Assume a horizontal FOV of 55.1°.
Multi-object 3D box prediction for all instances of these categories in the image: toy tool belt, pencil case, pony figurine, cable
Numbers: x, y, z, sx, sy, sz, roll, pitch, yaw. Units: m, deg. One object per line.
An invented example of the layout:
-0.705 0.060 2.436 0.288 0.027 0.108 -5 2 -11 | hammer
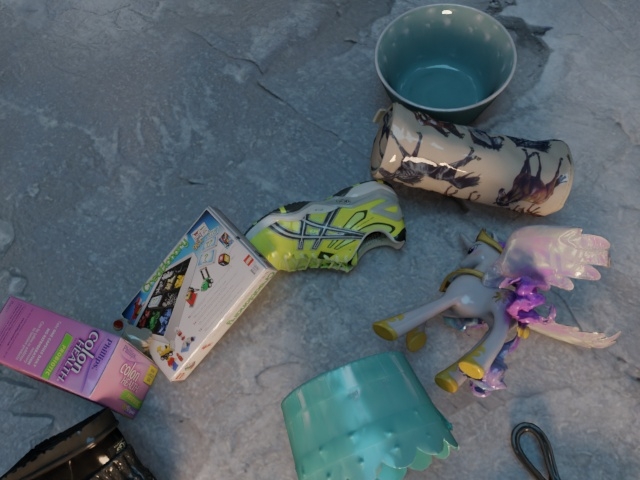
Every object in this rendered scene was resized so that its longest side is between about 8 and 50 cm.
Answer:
-0.376 0.196 1.215 0.083 0.051 0.052 25 34 3 | toy tool belt
0.304 -0.173 1.285 0.410 0.160 0.183 13 42 -1 | pencil case
0.331 0.115 1.126 0.351 0.302 0.363 19 50 41 | pony figurine
0.432 0.462 1.079 0.139 0.072 0.287 -46 55 2 | cable

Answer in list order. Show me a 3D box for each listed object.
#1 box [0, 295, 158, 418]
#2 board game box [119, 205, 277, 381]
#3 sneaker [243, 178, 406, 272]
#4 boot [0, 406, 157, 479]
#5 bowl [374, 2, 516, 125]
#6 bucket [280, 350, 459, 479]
-0.470 0.228 1.171 0.243 0.213 0.117 17 67 12 | box
-0.251 0.107 1.234 0.193 0.053 0.305 45 100 22 | board game box
0.000 0.000 1.278 0.385 0.145 0.147 -23 64 -4 | sneaker
-0.432 0.480 1.095 0.348 0.131 0.260 -31 95 22 | boot
0.282 -0.378 1.422 0.312 0.163 0.311 -2 64 5 | bowl
0.074 0.325 1.049 0.281 0.281 0.183 -21 64 -5 | bucket
